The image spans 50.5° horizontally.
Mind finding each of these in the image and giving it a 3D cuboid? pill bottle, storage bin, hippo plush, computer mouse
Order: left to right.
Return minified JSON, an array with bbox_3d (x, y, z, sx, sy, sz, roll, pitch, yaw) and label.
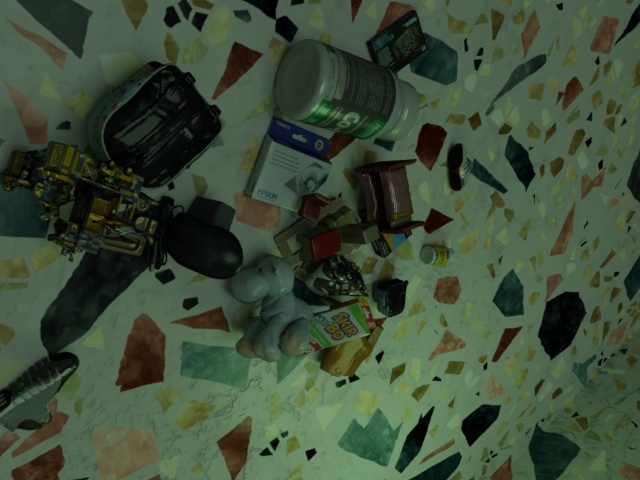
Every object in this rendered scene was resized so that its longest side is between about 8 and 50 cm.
[{"bbox_3d":[-0.306,0.015,1.590,0.072,0.272,0.189,-3,109,-63],"label":"computer mouse"},{"bbox_3d":[-0.271,-0.051,1.692,0.098,0.135,0.091,32,77,-46],"label":"storage bin"},{"bbox_3d":[-0.115,0.169,1.827,0.294,0.234,0.237,-20,109,-8],"label":"hippo plush"},{"bbox_3d":[0.079,-0.380,1.783,0.361,0.204,0.204,8,102,-39],"label":"pill bottle"},{"bbox_3d":[0.401,0.050,2.301,0.116,0.065,0.065,-1,108,-39],"label":"pill bottle"}]

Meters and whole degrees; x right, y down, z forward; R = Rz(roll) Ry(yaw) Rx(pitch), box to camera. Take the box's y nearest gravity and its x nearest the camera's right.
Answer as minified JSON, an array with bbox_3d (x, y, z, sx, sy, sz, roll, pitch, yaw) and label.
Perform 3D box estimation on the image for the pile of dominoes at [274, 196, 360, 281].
[{"bbox_3d":[-0.006,-0.005,1.993,0.251,0.040,0.196,-32,126,-14],"label":"pile of dominoes"}]

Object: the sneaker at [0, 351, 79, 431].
[{"bbox_3d":[-0.650,0.365,1.597,0.228,0.086,0.132,-33,130,-11],"label":"sneaker"}]

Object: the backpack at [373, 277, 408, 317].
[{"bbox_3d":[0.225,0.184,2.202,0.105,0.084,0.114,-13,110,-33],"label":"backpack"}]

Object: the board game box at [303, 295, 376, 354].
[{"bbox_3d":[0.030,0.256,2.021,0.259,0.039,0.124,-19,118,3],"label":"board game box"}]

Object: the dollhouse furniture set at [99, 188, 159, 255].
[{"bbox_3d":[-0.439,-0.036,1.565,0.144,0.123,0.151,16,97,-41],"label":"dollhouse furniture set"}]

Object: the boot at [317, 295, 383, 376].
[{"bbox_3d":[0.054,0.311,2.111,0.295,0.104,0.211,32,93,-36],"label":"boot"}]

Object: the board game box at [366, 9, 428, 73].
[{"bbox_3d":[0.221,-0.557,1.942,0.186,0.026,0.126,-39,127,-19],"label":"board game box"}]

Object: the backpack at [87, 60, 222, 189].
[{"bbox_3d":[-0.375,-0.243,1.487,0.253,0.191,0.225,-52,128,-19],"label":"backpack"}]

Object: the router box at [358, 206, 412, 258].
[{"bbox_3d":[0.204,-0.052,2.117,0.133,0.046,0.179,-40,127,-18],"label":"router box"}]

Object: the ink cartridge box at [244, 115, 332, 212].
[{"bbox_3d":[-0.073,-0.195,1.842,0.223,0.045,0.224,15,98,-41],"label":"ink cartridge box"}]

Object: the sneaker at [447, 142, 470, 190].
[{"bbox_3d":[0.462,-0.248,2.246,0.075,0.057,0.161,-30,124,-46],"label":"sneaker"}]

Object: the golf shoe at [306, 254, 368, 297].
[{"bbox_3d":[0.057,0.120,2.046,0.120,0.105,0.273,-27,150,16],"label":"golf shoe"}]

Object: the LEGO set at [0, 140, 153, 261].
[{"bbox_3d":[-0.510,-0.062,1.363,0.255,0.331,0.192,25,75,-46],"label":"LEGO set"}]

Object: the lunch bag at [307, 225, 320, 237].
[{"bbox_3d":[0.000,0.000,1.940,0.071,0.053,0.083,14,115,-34],"label":"lunch bag"}]

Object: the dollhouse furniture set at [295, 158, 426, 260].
[{"bbox_3d":[0.107,-0.089,1.882,0.374,0.152,0.201,-22,106,-38],"label":"dollhouse furniture set"}]
